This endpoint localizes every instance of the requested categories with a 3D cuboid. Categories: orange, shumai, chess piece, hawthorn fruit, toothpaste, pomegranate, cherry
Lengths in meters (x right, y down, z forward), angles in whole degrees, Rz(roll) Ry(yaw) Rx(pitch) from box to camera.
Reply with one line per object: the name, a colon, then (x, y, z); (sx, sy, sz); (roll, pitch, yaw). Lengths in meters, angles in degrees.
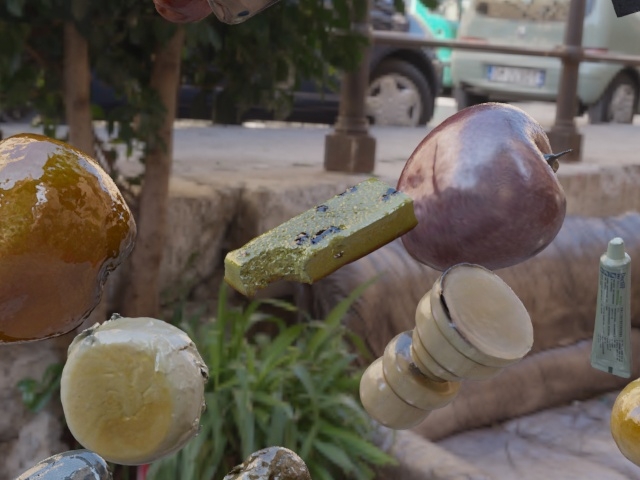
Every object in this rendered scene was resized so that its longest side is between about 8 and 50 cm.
orange: (-0.315, 0.012, 1.110); (0.183, 0.249, 0.249); (27, 13, 6)
shumai: (-0.070, 0.423, 1.485); (0.161, 0.209, 0.153); (40, -13, -29)
chess piece: (0.144, 0.154, 1.296); (0.142, 0.143, 0.261); (-4, -31, -38)
hawthorn fruit: (-0.160, -0.320, 1.141); (0.125, 0.140, 0.125); (18, -24, 9)
toothpaste: (0.320, 0.076, 1.085); (0.048, 0.197, 0.029); (14, 44, 28)
pomegranate: (0.675, 0.352, 1.890); (0.233, 0.233, 0.233); (4, 10, -1)
cherry: (0.235, -0.073, 1.488); (0.221, 0.307, 0.261); (36, 34, -33)

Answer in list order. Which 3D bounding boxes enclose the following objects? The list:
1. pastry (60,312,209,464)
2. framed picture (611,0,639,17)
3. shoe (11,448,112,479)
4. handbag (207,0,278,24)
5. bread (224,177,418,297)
pastry: (-0.314, 0.252, 1.685); (0.264, 0.265, 0.133); (6, 13, 14)
framed picture: (0.374, -0.359, 0.856); (0.338, 0.255, 0.014); (-10, 18, 43)
shoe: (-0.403, 0.383, 1.270); (0.132, 0.171, 0.336); (39, 59, 8)
handbag: (-0.059, -0.361, 0.952); (0.193, 0.251, 0.190); (-22, 16, 10)
bread: (0.000, 0.000, 1.157); (0.226, 0.049, 0.088); (-29, 38, -23)
